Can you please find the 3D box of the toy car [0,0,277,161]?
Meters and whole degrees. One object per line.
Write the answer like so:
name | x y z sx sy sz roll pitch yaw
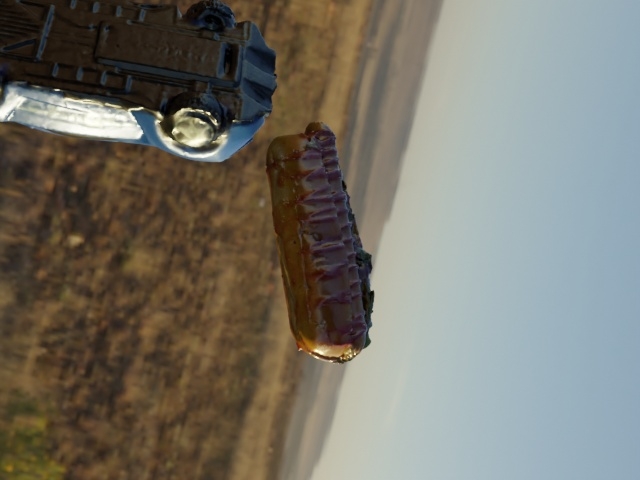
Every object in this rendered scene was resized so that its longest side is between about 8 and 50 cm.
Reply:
toy car | -0.133 -0.096 0.686 0.063 0.216 0.103 106 -10 -48

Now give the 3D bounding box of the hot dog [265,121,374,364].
hot dog | 0.001 -0.001 0.684 0.062 0.038 0.144 19 56 -51
